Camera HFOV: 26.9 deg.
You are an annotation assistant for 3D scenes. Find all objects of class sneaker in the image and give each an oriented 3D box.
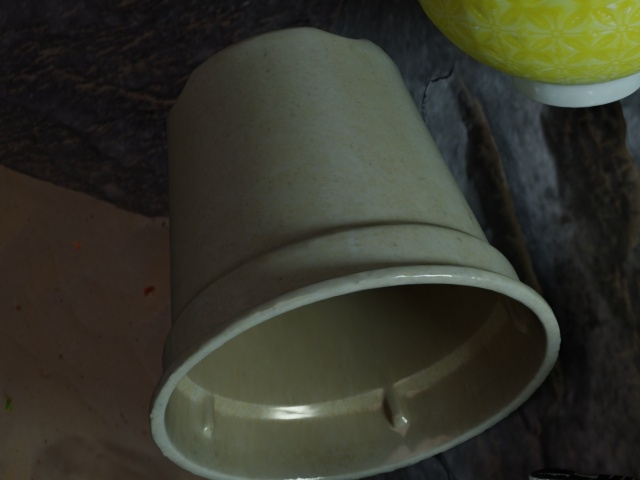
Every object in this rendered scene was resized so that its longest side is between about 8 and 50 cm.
[{"bbox_3d":[0.224,0.215,1.100,0.109,0.040,0.044,2,97,37],"label":"sneaker"}]

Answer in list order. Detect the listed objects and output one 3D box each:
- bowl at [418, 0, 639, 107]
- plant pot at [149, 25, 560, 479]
[{"bbox_3d":[0.212,-0.204,1.102,0.289,0.289,0.156,17,131,34],"label":"bowl"},{"bbox_3d":[0.000,0.000,1.146,0.334,0.334,0.305,-31,53,24],"label":"plant pot"}]
